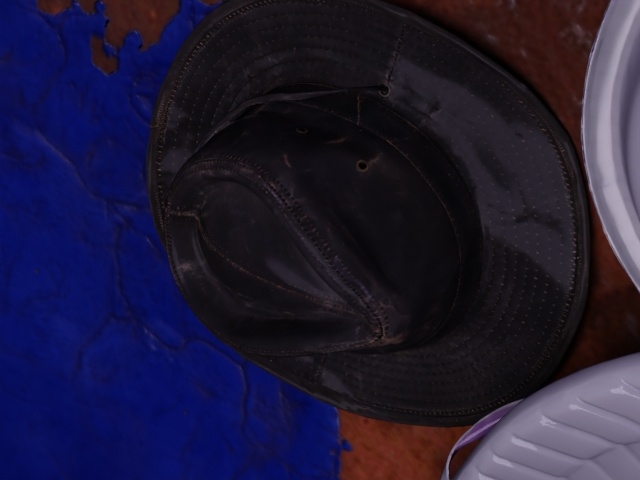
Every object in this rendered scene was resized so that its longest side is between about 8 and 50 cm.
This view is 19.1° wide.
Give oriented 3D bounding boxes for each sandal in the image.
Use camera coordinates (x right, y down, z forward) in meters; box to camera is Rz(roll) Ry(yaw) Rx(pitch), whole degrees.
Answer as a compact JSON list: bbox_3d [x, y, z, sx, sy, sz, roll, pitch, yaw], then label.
[{"bbox_3d":[0.154,0.154,1.200,0.169,0.102,0.416,28,138,-15],"label":"sandal"}]

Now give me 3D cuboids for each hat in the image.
[{"bbox_3d":[0.000,0.000,1.210,0.331,0.134,0.331,12,115,26],"label":"hat"}]

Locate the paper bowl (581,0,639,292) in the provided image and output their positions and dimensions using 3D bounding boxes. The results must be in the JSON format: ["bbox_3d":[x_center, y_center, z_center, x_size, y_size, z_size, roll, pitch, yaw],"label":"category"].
[{"bbox_3d":[0.265,-0.050,0.929,0.284,0.148,0.284,9,110,26],"label":"paper bowl"}]
